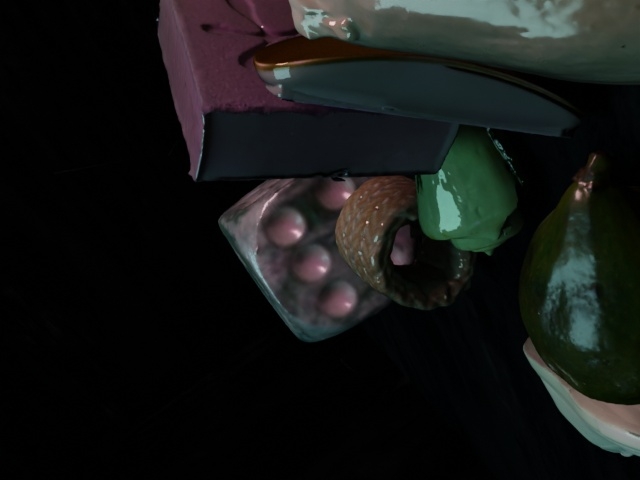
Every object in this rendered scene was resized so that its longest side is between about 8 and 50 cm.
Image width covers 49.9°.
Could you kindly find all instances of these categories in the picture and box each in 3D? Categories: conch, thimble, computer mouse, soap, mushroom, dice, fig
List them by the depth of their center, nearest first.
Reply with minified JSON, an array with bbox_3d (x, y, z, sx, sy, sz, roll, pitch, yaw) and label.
[{"bbox_3d":[0.127,-0.167,0.393,0.408,0.154,0.137,27,139,37],"label":"mushroom"},{"bbox_3d":[0.257,0.028,0.620,0.245,0.195,0.195,50,176,-31],"label":"fig"},{"bbox_3d":[0.094,-0.155,0.643,0.158,0.311,0.071,-108,26,-66],"label":"computer mouse"},{"bbox_3d":[-0.026,-0.193,0.804,0.107,0.297,0.285,108,149,-42],"label":"soap"},{"bbox_3d":[0.188,-0.093,0.869,0.143,0.137,0.250,-84,-13,-61],"label":"conch"},{"bbox_3d":[0.145,0.007,1.147,0.229,0.196,0.148,61,169,-30],"label":"thimble"},{"bbox_3d":[0.000,0.000,1.494,0.327,0.330,0.348,56,170,-11],"label":"dice"}]

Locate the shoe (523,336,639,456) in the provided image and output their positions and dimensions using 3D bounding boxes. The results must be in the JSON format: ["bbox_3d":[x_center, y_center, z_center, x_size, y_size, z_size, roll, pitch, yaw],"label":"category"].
[{"bbox_3d":[0.390,0.220,0.859,0.160,0.132,0.363,58,176,-13],"label":"shoe"}]
